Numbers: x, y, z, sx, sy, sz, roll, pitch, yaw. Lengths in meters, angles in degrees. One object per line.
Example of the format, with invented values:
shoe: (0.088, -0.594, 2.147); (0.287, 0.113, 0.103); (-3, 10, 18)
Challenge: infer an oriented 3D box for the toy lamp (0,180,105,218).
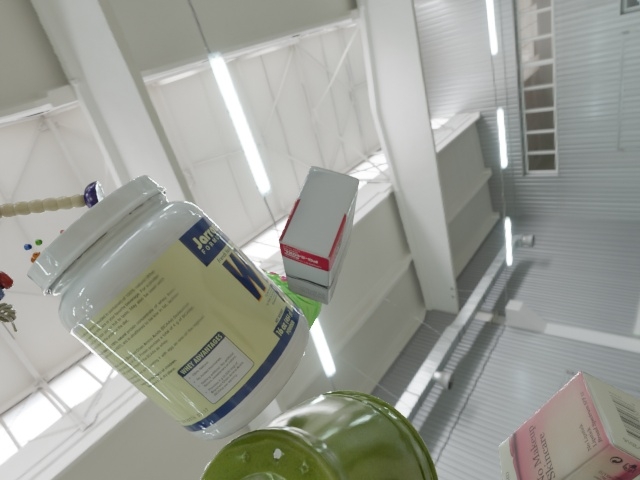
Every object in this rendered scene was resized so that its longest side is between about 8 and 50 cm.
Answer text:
toy lamp: (-0.587, -0.066, 0.821); (0.274, 0.080, 0.080); (-13, -73, -15)

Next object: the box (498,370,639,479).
box: (0.409, 0.352, 0.650); (0.232, 0.126, 0.149); (-64, -3, 29)

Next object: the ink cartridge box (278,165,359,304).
ink cartridge box: (0.000, 0.000, 0.514); (0.150, 0.063, 0.109); (91, -162, -63)

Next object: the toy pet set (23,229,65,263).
toy pet set: (-0.585, 0.037, 0.946); (0.122, 0.065, 0.114); (-68, -35, -69)

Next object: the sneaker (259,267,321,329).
sneaker: (-0.225, 0.161, 1.086); (0.185, 0.482, 0.202); (34, -108, -48)

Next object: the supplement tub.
supplement tub: (-0.201, 0.093, 0.591); (0.325, 0.235, 0.235); (47, -123, -13)

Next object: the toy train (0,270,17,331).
toy train: (-0.652, 0.083, 0.740); (0.248, 0.143, 0.105); (111, -175, -48)

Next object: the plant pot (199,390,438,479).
plant pot: (-0.014, 0.428, 0.668); (0.353, 0.366, 0.367); (45, -119, -59)
